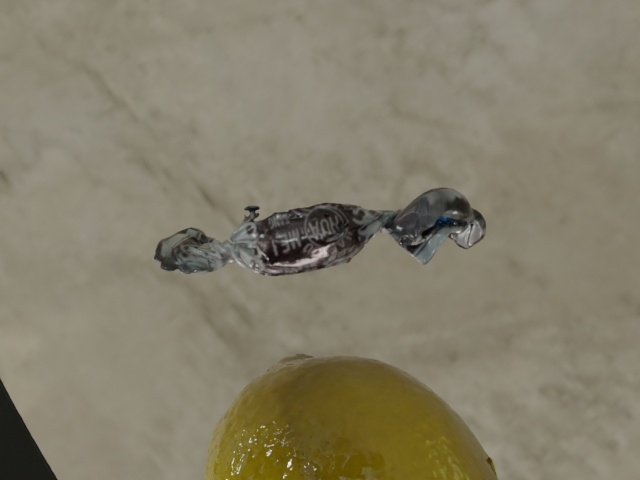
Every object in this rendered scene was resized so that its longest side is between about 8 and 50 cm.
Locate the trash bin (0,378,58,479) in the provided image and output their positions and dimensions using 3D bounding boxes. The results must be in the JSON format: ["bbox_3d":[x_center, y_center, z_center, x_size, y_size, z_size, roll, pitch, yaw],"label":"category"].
[{"bbox_3d":[-0.289,0.145,1.093,0.165,0.225,0.115,60,146,17],"label":"trash bin"}]

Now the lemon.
[{"bbox_3d":[0.027,0.216,1.508,0.263,0.236,0.236,41,151,57],"label":"lemon"}]

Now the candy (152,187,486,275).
[{"bbox_3d":[0.000,-0.001,1.280,0.094,0.226,0.051,111,154,-85],"label":"candy"}]
